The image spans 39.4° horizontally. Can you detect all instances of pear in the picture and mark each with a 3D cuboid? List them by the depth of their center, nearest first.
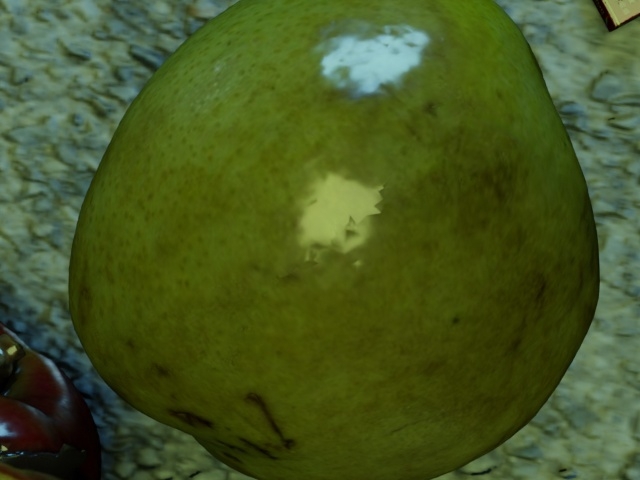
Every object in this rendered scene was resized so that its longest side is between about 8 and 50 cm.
[{"bbox_3d":[0.000,0.000,0.531,0.303,0.304,0.304,0,93,6],"label":"pear"}]

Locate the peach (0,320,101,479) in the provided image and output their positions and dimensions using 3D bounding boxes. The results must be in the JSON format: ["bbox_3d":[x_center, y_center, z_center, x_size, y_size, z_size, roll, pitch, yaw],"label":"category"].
[{"bbox_3d":[-0.316,0.178,0.629,0.257,0.201,0.362,28,114,-33],"label":"peach"}]

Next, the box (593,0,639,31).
[{"bbox_3d":[0.232,-0.191,0.634,0.082,0.023,0.052,-28,91,7],"label":"box"}]
